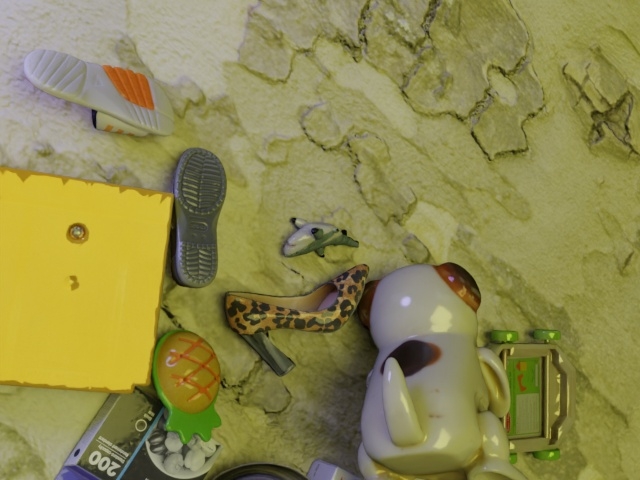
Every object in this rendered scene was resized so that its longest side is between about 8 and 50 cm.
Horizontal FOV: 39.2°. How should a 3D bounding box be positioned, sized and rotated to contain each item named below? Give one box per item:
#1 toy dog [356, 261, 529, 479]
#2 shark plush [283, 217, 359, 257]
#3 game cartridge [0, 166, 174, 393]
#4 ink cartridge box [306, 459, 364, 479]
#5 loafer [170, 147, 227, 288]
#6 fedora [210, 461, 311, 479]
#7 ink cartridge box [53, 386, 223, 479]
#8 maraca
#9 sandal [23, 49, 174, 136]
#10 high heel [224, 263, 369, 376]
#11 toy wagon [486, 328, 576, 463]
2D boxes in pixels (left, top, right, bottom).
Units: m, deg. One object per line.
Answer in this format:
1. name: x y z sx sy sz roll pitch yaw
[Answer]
1. toy dog: 0.170 0.235 1.572 0.395 0.284 0.408 43 36 -39
2. shark plush: 0.000 0.000 1.642 0.161 0.073 0.067 -1 109 -51
3. game cartridge: -0.385 0.065 1.374 0.285 0.052 0.324 9 86 -20
4. ink cartridge box: 0.052 0.500 1.617 0.190 0.082 0.140 34 72 -26
5. loafer: -0.216 -0.035 1.481 0.094 0.087 0.251 16 64 -27
6. fedora: -0.087 0.499 1.460 0.243 0.124 0.275 -29 87 -5
7. ink cartridge box: -0.292 0.364 1.441 0.206 0.045 0.208 40 71 -23
8. maraca: -0.214 0.234 1.449 0.127 0.099 0.186 4 68 -40
9. sandal: -0.352 -0.225 1.411 0.265 0.076 0.102 17 56 -40
10. high heel: -0.038 0.089 1.570 0.261 0.093 0.186 -45 116 -15
11. toy wagon: 0.385 0.316 1.830 0.344 0.068 0.267 3 86 -30
